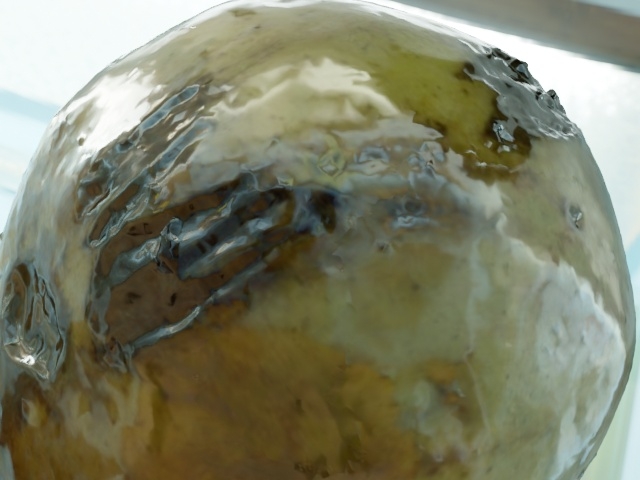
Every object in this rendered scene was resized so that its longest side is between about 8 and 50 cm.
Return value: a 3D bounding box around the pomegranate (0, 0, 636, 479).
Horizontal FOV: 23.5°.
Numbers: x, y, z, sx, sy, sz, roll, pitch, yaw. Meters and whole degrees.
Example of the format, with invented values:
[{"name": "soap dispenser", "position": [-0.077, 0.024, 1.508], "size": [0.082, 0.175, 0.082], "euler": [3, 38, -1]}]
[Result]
[{"name": "pomegranate", "position": [-0.011, 0.043, 0.715], "size": [0.322, 0.322, 0.322], "euler": [12, -27, 6]}]
